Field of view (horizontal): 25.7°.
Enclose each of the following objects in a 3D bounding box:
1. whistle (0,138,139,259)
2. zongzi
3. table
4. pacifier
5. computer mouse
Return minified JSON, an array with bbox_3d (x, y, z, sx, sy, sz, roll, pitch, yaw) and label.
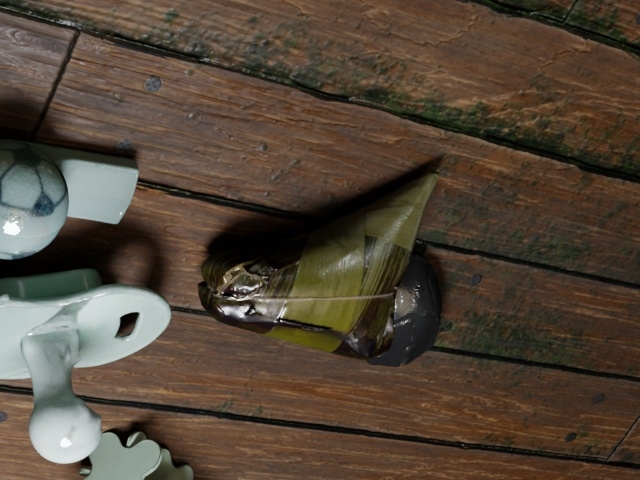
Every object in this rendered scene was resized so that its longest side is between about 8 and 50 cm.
[{"bbox_3d":[-0.365,-0.048,1.795,0.290,0.163,0.163,7,124,-29],"label":"whistle"},{"bbox_3d":[0.000,0.000,2.037,0.289,0.154,0.317,18,98,-30],"label":"zongzi"},{"bbox_3d":[-0.274,0.407,2.221,0.166,0.166,0.198,-35,141,5],"label":"table"},{"bbox_3d":[-0.367,0.180,1.918,0.343,0.269,0.288,-5,154,-17],"label":"pacifier"},{"bbox_3d":[0.132,0.118,2.215,0.122,0.073,0.217,-11,132,-17],"label":"computer mouse"}]
